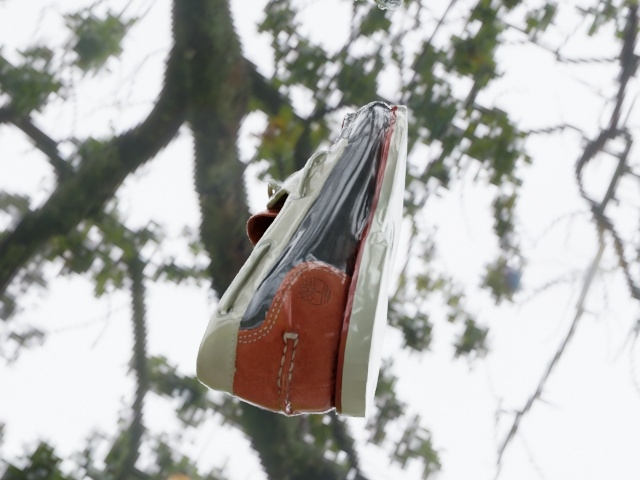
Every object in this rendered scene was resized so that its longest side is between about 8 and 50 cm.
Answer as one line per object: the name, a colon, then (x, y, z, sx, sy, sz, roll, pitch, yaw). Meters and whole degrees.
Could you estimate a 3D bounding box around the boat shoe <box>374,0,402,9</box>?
boat shoe: (0.036, -0.142, 0.748, 0.083, 0.226, 0.076, 29, -76, -22)

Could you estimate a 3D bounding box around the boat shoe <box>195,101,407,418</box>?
boat shoe: (0.000, 0.000, 0.436, 0.043, 0.137, 0.049, 4, -58, 7)
